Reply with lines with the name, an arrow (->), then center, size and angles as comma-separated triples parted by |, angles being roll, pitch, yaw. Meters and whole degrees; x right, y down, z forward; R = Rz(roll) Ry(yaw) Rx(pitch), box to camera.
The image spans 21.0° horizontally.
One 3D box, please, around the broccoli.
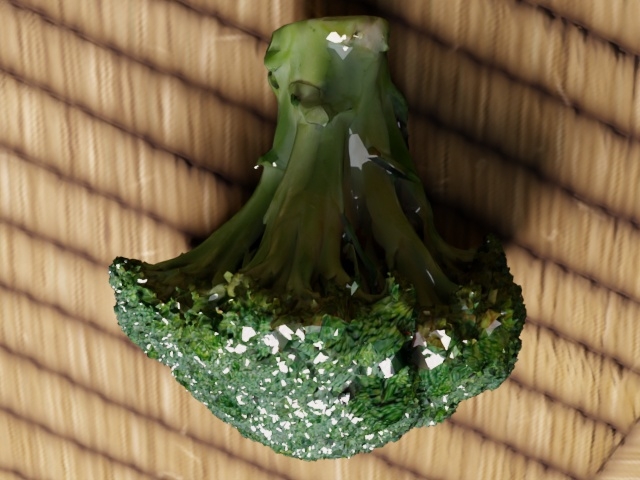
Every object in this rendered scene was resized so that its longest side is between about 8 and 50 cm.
broccoli -> 0.000, 0.000, 1.031 | 0.254, 0.269, 0.269 | 1, 121, -3
